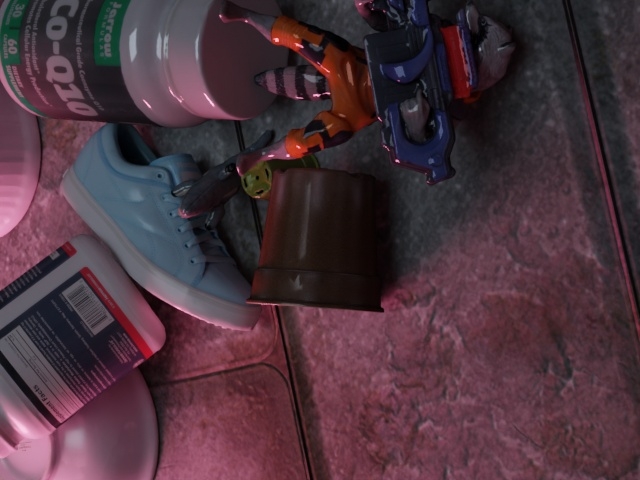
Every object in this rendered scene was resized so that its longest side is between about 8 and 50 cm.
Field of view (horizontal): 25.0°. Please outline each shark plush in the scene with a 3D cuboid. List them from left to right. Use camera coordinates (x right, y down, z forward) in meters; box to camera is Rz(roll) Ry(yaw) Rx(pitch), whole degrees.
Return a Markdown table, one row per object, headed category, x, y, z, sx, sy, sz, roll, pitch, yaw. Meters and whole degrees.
| category | x | y | z | sx | sy | sz | roll | pitch | yaw |
| --- | --- | --- | --- | --- | --- | --- | --- | --- | --- |
| shark plush | -0.115 | -0.076 | 1.835 | 0.073 | 0.161 | 0.067 | 56 | 166 | 10 |

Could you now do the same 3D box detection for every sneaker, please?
| category | x | y | z | sx | sy | sz | roll | pitch | yaw |
| --- | --- | --- | --- | --- | --- | --- | --- | --- | --- |
| sneaker | -0.197 | -0.032 | 1.894 | 0.366 | 0.135 | 0.150 | 40 | 111 | 23 |

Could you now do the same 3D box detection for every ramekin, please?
| category | x | y | z | sx | sy | sz | roll | pitch | yaw |
| --- | --- | --- | --- | --- | --- | --- | --- | --- | --- |
| ramekin | -0.561 | -0.133 | 2.169 | 0.277 | 0.135 | 0.277 | 3 | 96 | 38 |

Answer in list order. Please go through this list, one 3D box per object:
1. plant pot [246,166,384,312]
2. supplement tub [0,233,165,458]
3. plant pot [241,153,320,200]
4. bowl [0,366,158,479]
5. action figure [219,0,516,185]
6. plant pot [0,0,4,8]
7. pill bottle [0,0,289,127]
| category | x | y | z | sx | sy | sz | roll | pitch | yaw |
| --- | --- | --- | --- | --- | --- | --- | --- | --- | --- |
| plant pot | 0.000 | 0.000 | 1.733 | 0.167 | 0.167 | 0.165 | 2 | 86 | 38 |
| supplement tub | -0.360 | 0.138 | 1.907 | 0.272 | 0.191 | 0.191 | -37 | 64 | -9 |
| plant pot | -0.056 | -0.080 | 1.811 | 0.083 | 0.079 | 0.083 | 2 | 94 | 37 |
| bowl | -0.380 | 0.278 | 2.056 | 0.298 | 0.134 | 0.297 | 3 | 95 | 37 |
| action figure | 0.058 | -0.230 | 1.643 | 0.330 | 0.178 | 0.341 | -2 | 92 | 13 |
| plant pot | -0.608 | -0.392 | 2.062 | 0.341 | 0.334 | 0.341 | 3 | 95 | 39 |
| pill bottle | -0.231 | -0.249 | 1.858 | 0.361 | 0.204 | 0.204 | 7 | 97 | 38 |
